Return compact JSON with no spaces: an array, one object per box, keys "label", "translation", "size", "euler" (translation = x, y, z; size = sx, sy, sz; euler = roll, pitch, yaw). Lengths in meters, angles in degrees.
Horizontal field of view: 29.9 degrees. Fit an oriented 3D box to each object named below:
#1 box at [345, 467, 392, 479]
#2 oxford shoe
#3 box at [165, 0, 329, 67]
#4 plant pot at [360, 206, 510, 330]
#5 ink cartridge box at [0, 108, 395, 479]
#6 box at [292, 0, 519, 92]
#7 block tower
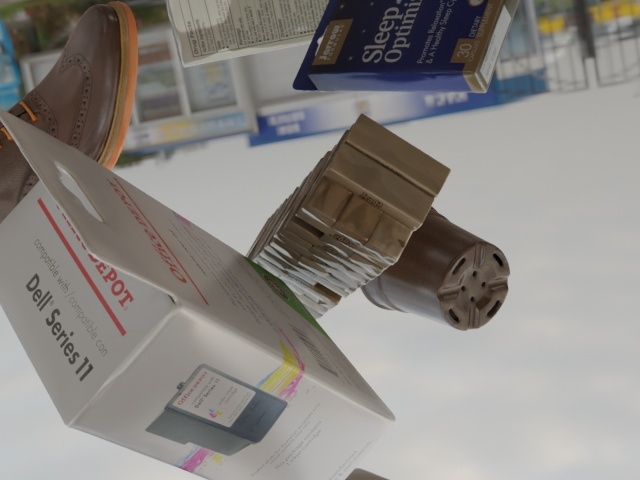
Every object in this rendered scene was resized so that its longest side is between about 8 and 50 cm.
[{"label":"box","translation":[0.067,0.281,1.253],"size":[0.164,0.021,0.201],"euler":[20,-177,26]},{"label":"oxford shoe","translation":[-0.309,-0.100,1.302],"size":[0.133,0.363,0.130],"euler":[17,-167,-37]},{"label":"box","translation":[-0.030,-0.319,1.425],"size":[0.311,0.148,0.121],"euler":[-9,-145,1]},{"label":"plant pot","translation":[0.164,0.043,1.666],"size":[0.167,0.167,0.165],"euler":[-16,-156,-31]},{"label":"ink cartridge box","translation":[-0.119,0.064,0.904],"size":[0.353,0.119,0.207],"euler":[36,-171,-47]},{"label":"box","translation":[0.077,-0.209,1.186],"size":[0.225,0.136,0.036],"euler":[4,151,35]},{"label":"block tower","translation":[0.000,0.000,1.102],"size":[0.091,0.097,0.335],"euler":[-60,-175,-23]}]
